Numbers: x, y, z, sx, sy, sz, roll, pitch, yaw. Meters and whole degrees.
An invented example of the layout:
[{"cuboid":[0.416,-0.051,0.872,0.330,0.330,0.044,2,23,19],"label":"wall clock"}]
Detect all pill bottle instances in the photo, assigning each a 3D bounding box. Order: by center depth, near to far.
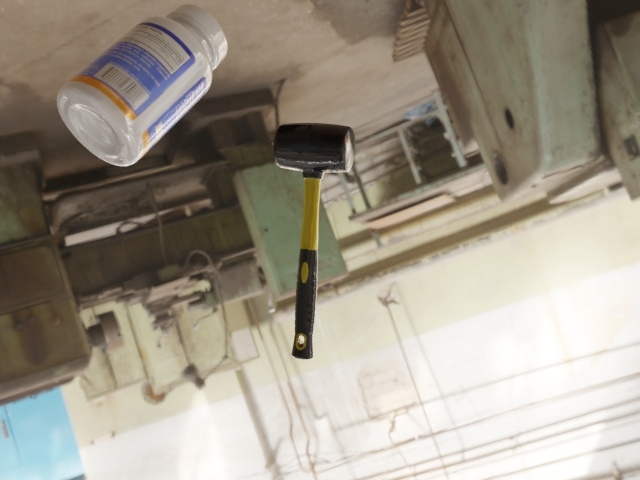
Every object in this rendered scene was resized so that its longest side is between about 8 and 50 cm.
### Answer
[{"cuboid":[-0.270,-0.258,1.040,0.152,0.152,0.272,-29,-158,55],"label":"pill bottle"}]

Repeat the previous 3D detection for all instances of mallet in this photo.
[{"cuboid":[0.000,0.000,0.517,0.062,0.189,0.039,-3,-178,19],"label":"mallet"}]
